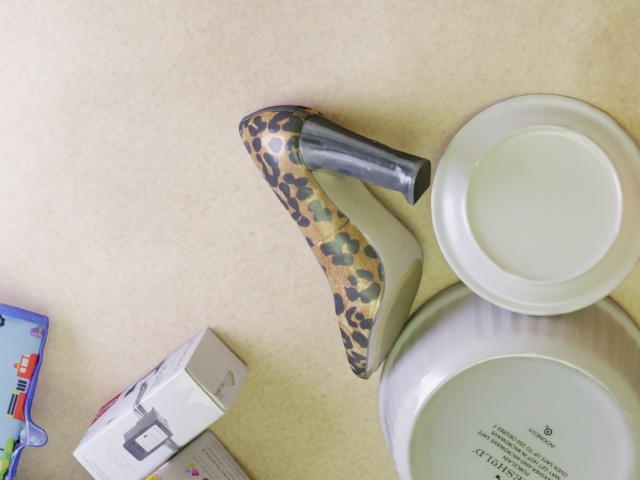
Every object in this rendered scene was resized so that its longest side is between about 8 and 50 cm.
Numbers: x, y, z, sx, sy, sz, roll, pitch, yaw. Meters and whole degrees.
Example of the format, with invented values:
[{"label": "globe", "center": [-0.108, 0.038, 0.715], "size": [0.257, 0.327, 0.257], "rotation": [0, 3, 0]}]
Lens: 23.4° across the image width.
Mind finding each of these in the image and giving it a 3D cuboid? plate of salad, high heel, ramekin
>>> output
[{"label": "plate of salad", "center": [0.199, -0.032, 1.394], "size": [0.200, 0.048, 0.199], "rotation": [0, 88, 2]}, {"label": "high heel", "center": [0.000, 0.000, 1.440], "size": [0.186, 0.093, 0.261], "rotation": [22, 127, 21]}, {"label": "ramekin", "center": [0.187, 0.172, 1.445], "size": [0.273, 0.127, 0.272], "rotation": [2, 111, 5]}]

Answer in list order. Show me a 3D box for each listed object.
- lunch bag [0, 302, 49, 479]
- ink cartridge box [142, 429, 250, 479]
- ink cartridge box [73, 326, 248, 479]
[{"label": "lunch bag", "center": [-0.401, 0.150, 1.463], "size": [0.293, 0.138, 0.221], "rotation": [14, 79, -8]}, {"label": "ink cartridge box", "center": [-0.156, 0.342, 1.448], "size": [0.197, 0.270, 0.198], "rotation": [-40, 88, 18]}, {"label": "ink cartridge box", "center": [-0.151, 0.162, 1.485], "size": [0.150, 0.109, 0.063], "rotation": [-38, 100, 18]}]
